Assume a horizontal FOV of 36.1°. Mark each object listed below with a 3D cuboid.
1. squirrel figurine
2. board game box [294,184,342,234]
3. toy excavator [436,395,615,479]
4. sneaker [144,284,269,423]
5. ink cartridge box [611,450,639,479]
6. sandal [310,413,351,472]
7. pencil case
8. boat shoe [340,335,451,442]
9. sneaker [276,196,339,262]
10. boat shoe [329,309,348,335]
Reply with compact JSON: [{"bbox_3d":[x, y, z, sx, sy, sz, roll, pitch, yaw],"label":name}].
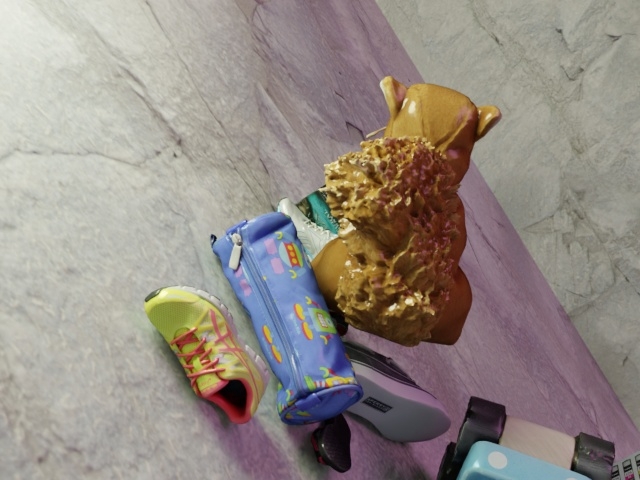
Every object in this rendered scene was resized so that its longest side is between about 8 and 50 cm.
[{"bbox_3d":[0.137,-0.050,1.438,0.281,0.370,0.397,20,5,4],"label":"squirrel figurine"},{"bbox_3d":[0.033,-0.004,1.706,0.186,0.026,0.126,56,-23,-3],"label":"board game box"},{"bbox_3d":[0.257,0.424,1.327,0.222,0.433,0.445,18,49,7],"label":"toy excavator"},{"bbox_3d":[-0.134,0.139,1.178,0.208,0.081,0.094,48,25,-24],"label":"sneaker"},{"bbox_3d":[0.495,0.501,1.723,0.130,0.309,0.272,51,21,-16],"label":"ink cartridge box"},{"bbox_3d":[0.013,0.283,1.367,0.067,0.040,0.179,62,7,-2],"label":"sandal"},{"bbox_3d":[-0.049,0.102,1.357,0.133,0.119,0.306,20,42,-61],"label":"pencil case"},{"bbox_3d":[0.094,0.227,1.529,0.301,0.108,0.102,30,35,-37],"label":"boat shoe"},{"bbox_3d":[0.000,0.000,1.660,0.191,0.083,0.071,56,23,0],"label":"sneaker"},{"bbox_3d":[-0.002,0.129,1.523,0.137,0.049,0.043,29,38,-46],"label":"boat shoe"}]
